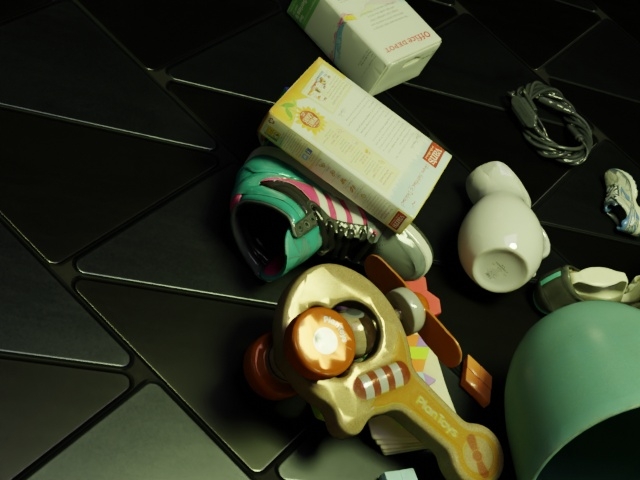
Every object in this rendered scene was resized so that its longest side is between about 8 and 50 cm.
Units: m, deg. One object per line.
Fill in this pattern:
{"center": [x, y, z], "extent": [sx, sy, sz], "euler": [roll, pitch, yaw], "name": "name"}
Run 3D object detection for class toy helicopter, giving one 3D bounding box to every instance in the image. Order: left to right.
{"center": [0.096, 0.166, 1.319], "extent": [0.355, 0.140, 0.235], "euler": [43, 55, -8], "name": "toy helicopter"}

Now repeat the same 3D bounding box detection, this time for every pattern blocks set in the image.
{"center": [0.110, 0.189, 1.408], "extent": [0.285, 0.026, 0.325], "euler": [-10, 61, -36], "name": "pattern blocks set"}

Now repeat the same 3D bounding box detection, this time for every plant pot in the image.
{"center": [0.368, 0.219, 1.368], "extent": [0.293, 0.293, 0.235], "euler": [13, 34, -21], "name": "plant pot"}

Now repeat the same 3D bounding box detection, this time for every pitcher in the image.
{"center": [0.289, -0.001, 1.612], "extent": [0.177, 0.125, 0.207], "euler": [40, 32, -18], "name": "pitcher"}

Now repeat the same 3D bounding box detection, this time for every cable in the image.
{"center": [0.415, -0.204, 1.898], "extent": [0.150, 0.047, 0.184], "euler": [-9, 57, -41], "name": "cable"}

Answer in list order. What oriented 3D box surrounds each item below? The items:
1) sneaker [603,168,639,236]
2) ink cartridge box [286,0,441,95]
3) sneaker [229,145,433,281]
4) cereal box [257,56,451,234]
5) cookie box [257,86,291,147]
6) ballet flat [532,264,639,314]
{"center": [0.514, -0.070, 1.836], "extent": [0.058, 0.052, 0.135], "euler": [2, 54, -24], "name": "sneaker"}
{"center": [0.074, -0.357, 1.781], "extent": [0.212, 0.093, 0.154], "euler": [47, 47, 13], "name": "ink cartridge box"}
{"center": [0.000, 0.000, 1.425], "extent": [0.295, 0.124, 0.178], "euler": [29, 41, 3], "name": "sneaker"}
{"center": [0.052, -0.132, 1.465], "extent": [0.240, 0.047, 0.173], "euler": [37, 42, -1], "name": "cereal box"}
{"center": [-0.030, -0.174, 1.561], "extent": [0.091, 0.107, 0.040], "euler": [-1, 56, -31], "name": "cookie box"}
{"center": [0.461, 0.094, 1.639], "extent": [0.280, 0.096, 0.095], "euler": [10, 48, -24], "name": "ballet flat"}
